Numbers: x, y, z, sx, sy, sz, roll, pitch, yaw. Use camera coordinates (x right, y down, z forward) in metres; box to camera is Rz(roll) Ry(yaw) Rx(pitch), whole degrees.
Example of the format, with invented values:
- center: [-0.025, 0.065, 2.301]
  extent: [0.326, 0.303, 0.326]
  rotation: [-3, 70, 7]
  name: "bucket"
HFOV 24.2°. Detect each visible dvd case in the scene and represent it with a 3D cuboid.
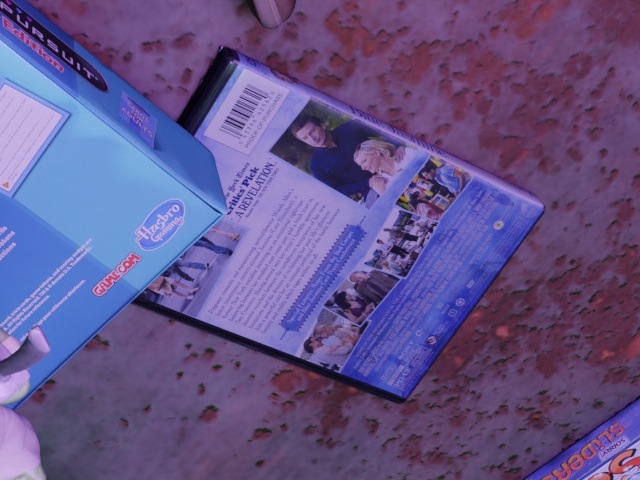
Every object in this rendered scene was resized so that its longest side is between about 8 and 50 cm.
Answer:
- center: [0.000, 0.000, 0.976]
  extent: [0.253, 0.022, 0.180]
  rotation: [23, 113, -27]
  name: "dvd case"

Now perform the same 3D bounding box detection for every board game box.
- center: [0.211, 0.222, 1.166]
  extent: [0.201, 0.035, 0.136]
  rotation: [-37, 124, 8]
  name: "board game box"
- center: [-0.260, -0.046, 0.826]
  extent: [0.254, 0.079, 0.336]
  rotation: [-42, 120, 14]
  name: "board game box"

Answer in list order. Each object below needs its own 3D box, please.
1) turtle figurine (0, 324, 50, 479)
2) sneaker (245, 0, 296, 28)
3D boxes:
- center: [-0.241, 0.107, 0.739]
  extent: [0.198, 0.275, 0.266]
  rotation: [-50, 149, -16]
  name: "turtle figurine"
- center: [-0.024, -0.206, 0.814]
  extent: [0.071, 0.066, 0.188]
  rotation: [-17, 125, -7]
  name: "sneaker"
